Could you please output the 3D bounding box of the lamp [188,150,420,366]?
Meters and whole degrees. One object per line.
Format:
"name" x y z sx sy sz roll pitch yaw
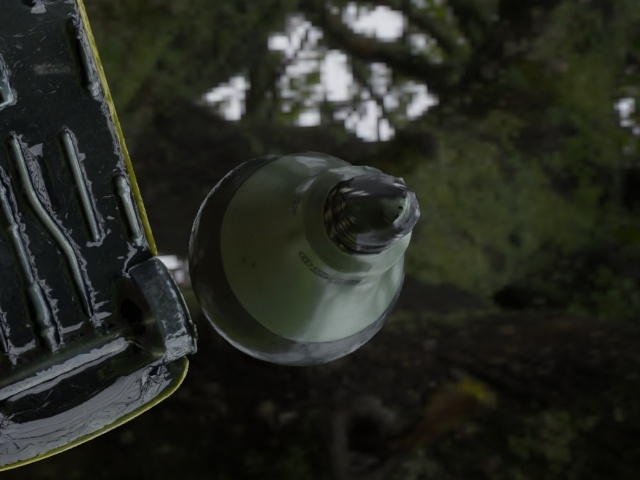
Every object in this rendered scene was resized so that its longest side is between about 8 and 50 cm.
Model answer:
"lamp" -0.019 0.000 1.472 0.314 0.182 0.182 92 -15 -77

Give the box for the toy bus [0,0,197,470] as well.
"toy bus" -0.179 -0.049 0.934 0.152 0.144 0.330 42 -29 55
